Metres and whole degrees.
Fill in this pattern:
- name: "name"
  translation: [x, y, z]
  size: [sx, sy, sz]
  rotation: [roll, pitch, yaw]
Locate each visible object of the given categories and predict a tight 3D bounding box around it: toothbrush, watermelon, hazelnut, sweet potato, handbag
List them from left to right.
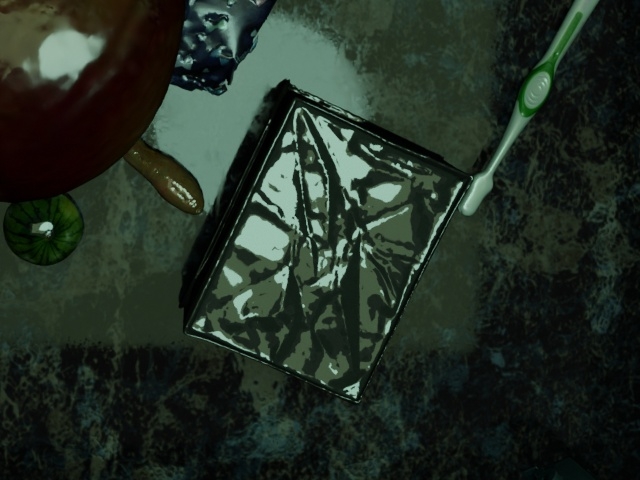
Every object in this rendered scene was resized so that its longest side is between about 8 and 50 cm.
- name: "hazelnut"
  translation: [-0.348, -0.263, 1.370]
  size: [0.421, 0.353, 0.421]
  rotation: [-8, 61, 15]
- name: "watermelon"
  translation: [-0.367, -0.012, 1.561]
  size: [0.105, 0.062, 0.105]
  rotation: [-3, 107, -11]
- name: "sweet potato"
  translation: [-0.233, -0.115, 1.570]
  size: [0.050, 0.050, 0.214]
  rotation: [-43, 98, 1]
- name: "handbag"
  translation: [-0.141, -0.319, 1.516]
  size: [0.162, 0.113, 0.260]
  rotation: [24, 95, -15]
- name: "toothbrush"
  translation: [0.301, -0.216, 1.622]
  size: [0.042, 0.040, 0.418]
  rotation: [29, 94, -9]

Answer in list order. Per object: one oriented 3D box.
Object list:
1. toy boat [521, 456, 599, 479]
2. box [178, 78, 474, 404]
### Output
- name: "toy boat"
  translation: [0.371, 0.397, 1.603]
  size: [0.114, 0.296, 0.122]
  rotation: [-44, 105, 2]
- name: "box"
  translation: [0.000, 0.000, 1.536]
  size: [0.251, 0.204, 0.345]
  rotation: [24, 95, -10]
